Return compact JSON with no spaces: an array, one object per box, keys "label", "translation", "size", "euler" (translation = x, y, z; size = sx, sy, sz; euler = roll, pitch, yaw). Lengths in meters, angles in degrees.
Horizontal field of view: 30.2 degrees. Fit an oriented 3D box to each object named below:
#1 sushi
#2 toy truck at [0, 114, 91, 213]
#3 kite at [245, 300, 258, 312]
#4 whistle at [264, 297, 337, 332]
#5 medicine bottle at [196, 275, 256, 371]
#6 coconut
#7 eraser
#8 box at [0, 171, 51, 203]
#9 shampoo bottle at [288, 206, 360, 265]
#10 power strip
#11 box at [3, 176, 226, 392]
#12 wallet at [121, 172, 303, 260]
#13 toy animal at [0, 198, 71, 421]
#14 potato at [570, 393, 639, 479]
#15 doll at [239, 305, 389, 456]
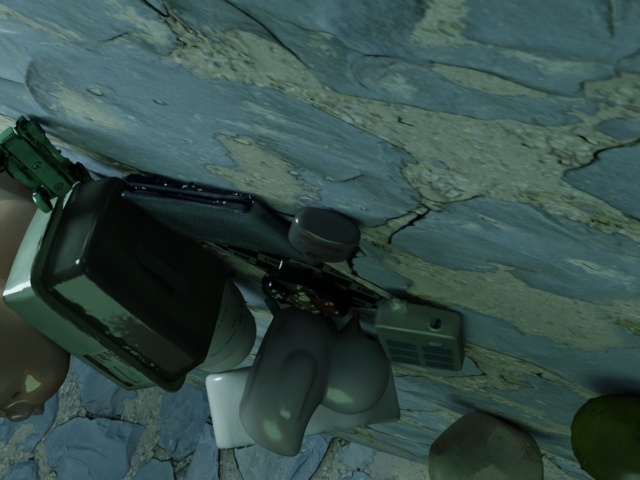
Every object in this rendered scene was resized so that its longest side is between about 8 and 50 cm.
[{"label":"sushi","translation":[-0.022,0.076,1.742],"size":[0.231,0.047,0.219],"euler":[30,164,-34]},{"label":"toy truck","translation":[-0.366,-0.108,1.512],"size":[0.078,0.080,0.154],"euler":[53,-179,32]},{"label":"kite","translation":[-0.203,0.104,2.222],"size":[0.198,0.006,0.244],"euler":[11,164,35]},{"label":"whistle","translation":[-0.021,0.144,1.980],"size":[0.158,0.090,0.090],"euler":[58,-171,33]},{"label":"medicine bottle","translation":[-0.212,0.118,1.932],"size":[0.170,0.170,0.293],"euler":[16,165,21]},{"label":"coconut","translation":[0.319,0.452,2.367],"size":[0.234,0.224,0.224],"euler":[33,162,-35]},{"label":"eraser","translation":[-0.012,0.275,2.141],"size":[0.331,0.150,0.331],"euler":[-10,172,-1]},{"label":"box","translation":[-0.479,-0.057,1.892],"size":[0.141,0.058,0.201],"euler":[25,167,-15]},{"label":"shampoo bottle","translation":[0.000,0.000,1.422],"size":[0.080,0.040,0.165],"euler":[19,166,-3]},{"label":"power strip","translation":[0.147,0.140,1.719],"size":[0.118,0.046,0.270],"euler":[11,164,11]},{"label":"box","translation":[-0.275,0.060,1.633],"size":[0.166,0.220,0.290],"euler":[-21,132,33]},{"label":"wallet","translation":[-0.133,-0.028,1.526],"size":[0.222,0.036,0.167],"euler":[12,164,33]},{"label":"toy animal","translation":[-0.449,0.098,1.698],"size":[0.269,0.326,0.237],"euler":[-1,160,-47]},{"label":"potato","translation":[0.444,0.290,1.675],"size":[0.186,0.148,0.253],"euler":[38,174,-4]},{"label":"doll","translation":[-0.006,0.221,1.848],"size":[0.221,0.251,0.221],"euler":[22,166,6]}]
